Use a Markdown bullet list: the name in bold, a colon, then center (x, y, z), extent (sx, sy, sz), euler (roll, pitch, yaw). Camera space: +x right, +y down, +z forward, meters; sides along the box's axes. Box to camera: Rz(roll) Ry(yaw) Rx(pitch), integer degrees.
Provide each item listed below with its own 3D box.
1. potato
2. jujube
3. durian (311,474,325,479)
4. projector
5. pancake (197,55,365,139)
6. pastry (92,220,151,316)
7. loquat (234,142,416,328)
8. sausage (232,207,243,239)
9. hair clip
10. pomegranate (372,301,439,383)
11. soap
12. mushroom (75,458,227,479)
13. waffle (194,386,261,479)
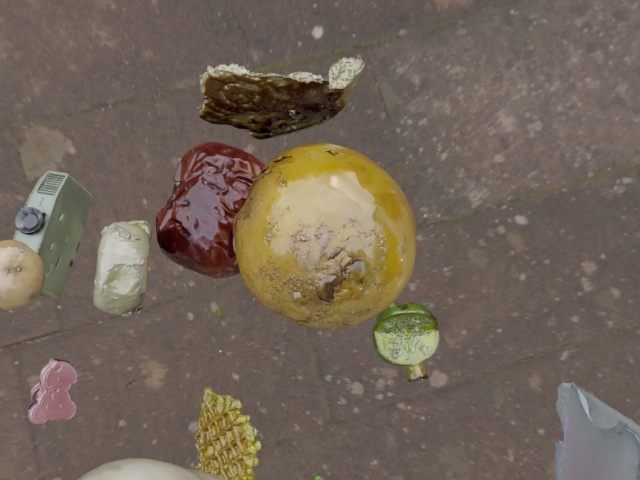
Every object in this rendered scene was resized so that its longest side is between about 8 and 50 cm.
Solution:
- **potato**: center (-0.573, 0.068, 1.325), extent (0.112, 0.112, 0.147), euler (-5, 124, -9)
- **jujube**: center (-0.186, -0.051, 1.303), extent (0.213, 0.213, 0.232), euler (24, 75, -4)
- **durian**: center (0.082, 0.526, 1.030), extent (0.339, 0.204, 0.256), euler (29, 44, -9)
- **projector**: center (-0.623, -0.017, 1.630), extent (0.088, 0.193, 0.270), euler (11, 74, 8)
- **pancake**: center (-0.067, -0.219, 1.126), extent (0.257, 0.212, 0.056), euler (3, 70, -1)
- **pastry**: center (-0.332, 0.044, 1.206), extent (0.088, 0.166, 0.166), euler (9, 80, -16)
- **loquat**: center (0.005, -0.003, 0.905), extent (0.235, 0.235, 0.235), euler (1, 81, -8)
- **sausage**: center (0.000, 0.000, 1.107), extent (0.279, 0.152, 0.152), euler (1, 81, 10)
- **hair clip**: center (-0.650, 0.370, 1.755), extent (0.102, 0.123, 0.138), euler (44, 107, 36)
- **pomegranate**: center (0.183, 0.211, 1.519), extent (0.143, 0.122, 0.169), euler (-16, 95, -10)
- **soap**: center (0.355, 0.357, 0.910), extent (0.302, 0.159, 0.258), euler (33, 96, -29)
- **mushroom**: center (-0.195, 0.419, 0.874), extent (0.353, 0.325, 0.353), euler (-2, 118, -4)
- **waffle**: center (-0.223, 0.472, 1.676), extent (0.058, 0.238, 0.243), euler (-4, 108, -38)
